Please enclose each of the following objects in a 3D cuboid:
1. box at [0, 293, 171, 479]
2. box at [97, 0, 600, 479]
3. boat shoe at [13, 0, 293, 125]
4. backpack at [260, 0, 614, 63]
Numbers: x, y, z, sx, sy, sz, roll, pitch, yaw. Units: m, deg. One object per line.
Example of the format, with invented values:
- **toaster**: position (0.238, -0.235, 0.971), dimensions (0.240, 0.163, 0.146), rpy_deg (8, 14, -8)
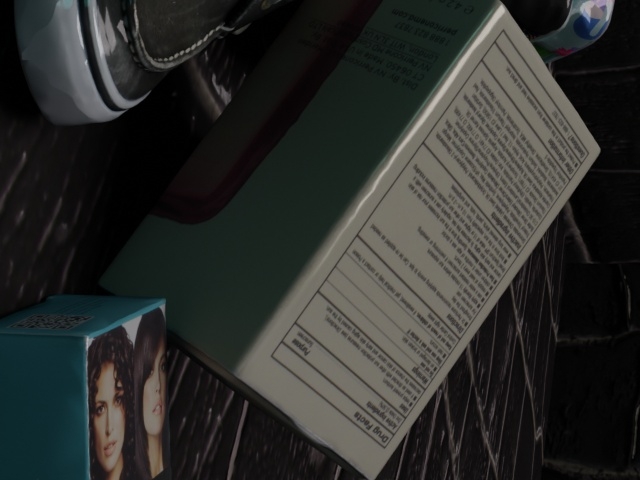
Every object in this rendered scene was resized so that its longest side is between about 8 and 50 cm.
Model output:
- **box**: position (-0.112, 0.153, 0.676), dimensions (0.100, 0.060, 0.244), rpy_deg (-28, 118, -74)
- **box**: position (0.020, -0.014, 0.790), dimensions (0.232, 0.127, 0.148), rpy_deg (-54, 137, -8)
- **boat shoe**: position (-0.055, -0.168, 0.758), dimensions (0.335, 0.119, 0.121), rpy_deg (-69, 156, -53)
- **backpack**: position (0.070, -0.208, 0.972), dimensions (0.191, 0.253, 0.225), rpy_deg (16, 68, -35)
